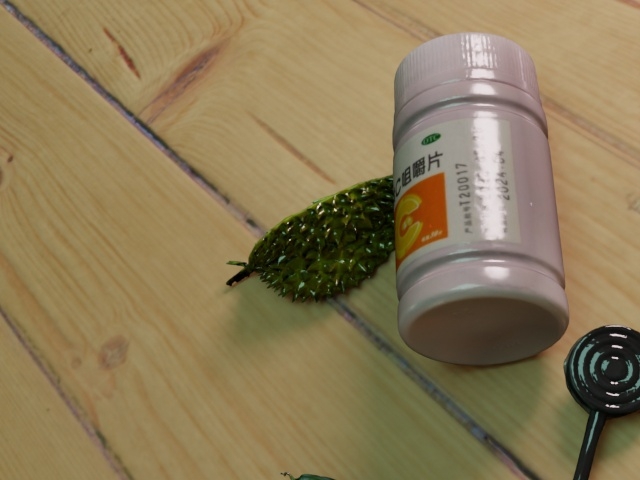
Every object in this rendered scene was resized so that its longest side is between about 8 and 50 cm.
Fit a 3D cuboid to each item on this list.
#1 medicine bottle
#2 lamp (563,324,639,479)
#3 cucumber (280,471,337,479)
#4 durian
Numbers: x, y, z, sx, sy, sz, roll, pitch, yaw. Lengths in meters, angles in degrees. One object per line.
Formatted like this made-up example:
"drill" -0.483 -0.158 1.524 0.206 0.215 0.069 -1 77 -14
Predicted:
"medicine bottle" 0.125 -0.036 0.914 0.133 0.133 0.249 -14 56 25
"lamp" 0.152 0.221 0.754 0.130 0.108 0.371 30 77 17
"cucumber" 0.037 0.216 0.874 0.168 0.039 0.039 14 70 35
"durian" 0.000 0.000 1.025 0.215 0.086 0.100 -28 17 10
